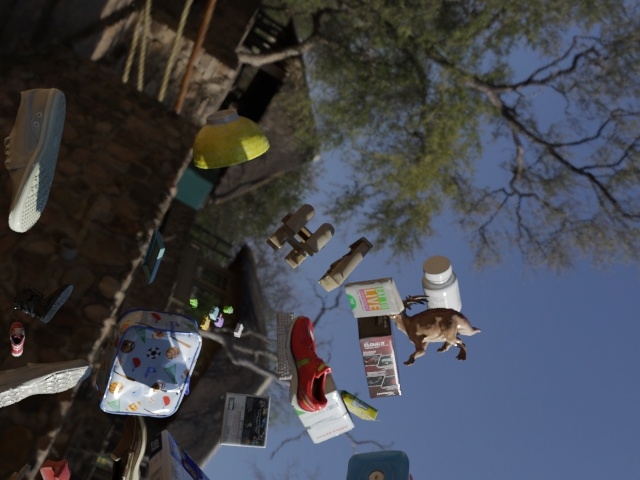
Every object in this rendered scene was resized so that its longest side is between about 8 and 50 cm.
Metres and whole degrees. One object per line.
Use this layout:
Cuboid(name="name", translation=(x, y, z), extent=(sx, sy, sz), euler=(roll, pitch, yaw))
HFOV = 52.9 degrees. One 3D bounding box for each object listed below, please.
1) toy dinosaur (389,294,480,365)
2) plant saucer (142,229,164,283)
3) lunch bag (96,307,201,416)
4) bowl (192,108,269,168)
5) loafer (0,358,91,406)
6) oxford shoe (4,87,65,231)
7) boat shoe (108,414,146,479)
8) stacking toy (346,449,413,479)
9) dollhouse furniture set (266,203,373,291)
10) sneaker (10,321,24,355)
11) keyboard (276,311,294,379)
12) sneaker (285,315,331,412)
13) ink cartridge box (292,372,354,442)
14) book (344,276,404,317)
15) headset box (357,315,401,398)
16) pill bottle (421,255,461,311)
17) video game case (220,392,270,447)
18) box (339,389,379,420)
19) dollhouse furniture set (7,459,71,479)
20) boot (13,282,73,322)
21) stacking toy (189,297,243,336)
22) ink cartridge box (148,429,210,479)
Cuboid(name="toy dinosaur", translation=(0.310, 0.225, 1.776), extent=(0.127, 0.295, 0.200), euler=(-110, -162, -82))
Cuboid(name="plant saucer", translation=(-0.455, 0.046, 1.753), extent=(0.067, 0.018, 0.192), euler=(66, -33, 23))
Cuboid(name="lunch bag", translation=(-0.456, 0.336, 1.730), extent=(0.115, 0.243, 0.303), euler=(49, -59, 54))
Cuboid(name="bowl", translation=(-0.345, -0.388, 2.355), extent=(0.289, 0.156, 0.289), euler=(-11, -155, 5))
Cuboid(name="loafer", translation=(-0.893, 0.426, 2.025), extent=(0.111, 0.319, 0.112), euler=(54, -40, 38))
Cuboid(name="oxford shoe", translation=(-0.820, -0.232, 1.801), extent=(0.169, 0.130, 0.449), euler=(123, -28, -65))
Cuboid(name="boat shoe", translation=(-0.622, 0.682, 2.052), extent=(0.095, 0.095, 0.257), euler=(-6, -103, 42))
Cuboid(name="stacking toy", translation=(0.180, 0.694, 1.653), extent=(0.165, 0.302, 0.175), euler=(-9, -145, 16))
Cuboid(name="dollhouse furniture set", translation=(0.000, 0.000, 1.847), extent=(0.161, 0.242, 0.212), euler=(-47, -176, -24))
Cuboid(name="sneaker", translation=(-0.926, 0.286, 1.966), extent=(0.067, 0.042, 0.118), euler=(-63, -143, 42))
Cuboid(name="keyboard", translation=(-0.132, 0.407, 2.486), extent=(0.014, 0.072, 0.256), euler=(17, 69, -72))
Cuboid(name="sneaker", translation=(-0.023, 0.354, 1.861), extent=(0.118, 0.107, 0.279), euler=(-10, -97, 37))
Cuboid(name="ink cartridge box", translation=(0.006, 0.561, 2.144), extent=(0.153, 0.208, 0.087), euler=(-22, -145, 1))
Cuboid(name="book", translation=(0.140, 0.151, 1.711), extent=(0.144, 0.096, 0.035), euler=(-12, -167, 38))
Cuboid(name="headset box", translation=(0.192, 0.339, 2.135), extent=(0.218, 0.110, 0.293), euler=(-87, 167, -59))
Cuboid(name="pill bottle", translation=(0.447, 0.172, 2.396), extent=(0.131, 0.229, 0.131), euler=(-11, -141, 9))
Cuboid(name="video game case", translation=(-0.285, 0.683, 2.448), extent=(0.022, 0.173, 0.190), euler=(139, -42, -68))
Cuboid(name="box", translation=(0.134, 0.614, 2.381), extent=(0.043, 0.179, 0.105), euler=(-59, -167, -23))
Cuboid(name="dollhouse furniture set", translation=(-0.630, 0.725, 1.648), extent=(0.201, 0.374, 0.152), euler=(-36, -162, 20))
Cuboid(name="boot", translation=(-0.695, 0.139, 1.607), extent=(0.121, 0.099, 0.045), euler=(-58, 170, -22))
Cuboid(name="stacking toy", translation=(-0.411, 0.304, 2.530), extent=(0.221, 0.167, 0.052), euler=(76, 28, -56))
Cuboid(name="ink cartridge box", translation=(-0.290, 0.629, 1.531), extent=(0.072, 0.307, 0.303), euler=(-37, -166, -10))
